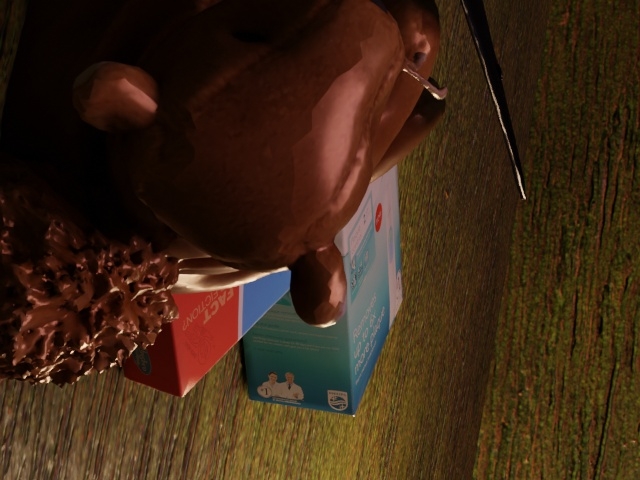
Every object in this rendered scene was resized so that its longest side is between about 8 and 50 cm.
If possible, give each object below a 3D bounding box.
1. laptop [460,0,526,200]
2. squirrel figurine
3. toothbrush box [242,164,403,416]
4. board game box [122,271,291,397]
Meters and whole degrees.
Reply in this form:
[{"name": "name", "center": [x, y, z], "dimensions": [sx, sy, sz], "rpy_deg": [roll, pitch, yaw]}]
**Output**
[{"name": "laptop", "center": [-0.023, -0.263, 1.280], "dimensions": [0.236, 0.408, 0.382], "rpy_deg": [-64, 158, -16]}, {"name": "squirrel figurine", "center": [-0.095, -0.032, 1.117], "dimensions": [0.281, 0.397, 0.370], "rpy_deg": [48, 0, -18]}, {"name": "toothbrush box", "center": [0.000, 0.000, 1.961], "dimensions": [0.216, 0.126, 0.295], "rpy_deg": [-63, 155, -51]}, {"name": "board game box", "center": [-0.091, -0.061, 1.587], "dimensions": [0.242, 0.064, 0.316], "rpy_deg": [-45, 143, -41]}]
